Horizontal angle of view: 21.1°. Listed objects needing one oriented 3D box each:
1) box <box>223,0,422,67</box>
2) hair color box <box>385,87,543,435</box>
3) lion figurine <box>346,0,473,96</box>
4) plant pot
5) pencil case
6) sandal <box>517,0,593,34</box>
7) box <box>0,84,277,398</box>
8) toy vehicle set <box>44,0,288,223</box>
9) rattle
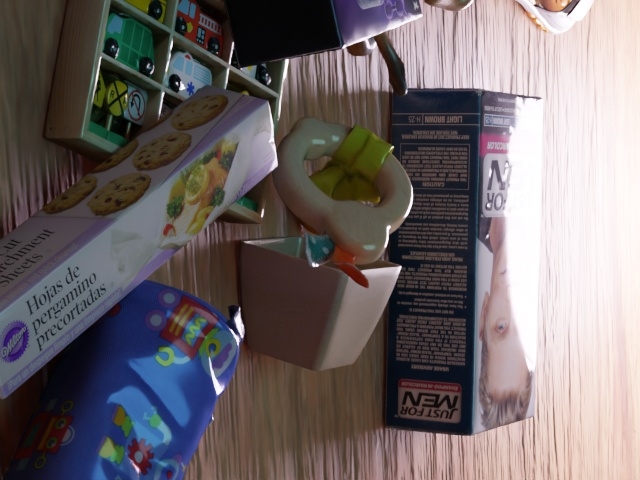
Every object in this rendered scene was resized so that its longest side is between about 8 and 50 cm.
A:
[{"bbox_3d":[-0.015,-0.292,1.424,0.184,0.103,0.261,-35,115,-63],"label":"box"},{"bbox_3d":[0.152,0.019,1.784,0.174,0.105,0.347,-4,96,-60],"label":"hair color box"},{"bbox_3d":[0.091,-0.355,1.595,0.240,0.142,0.392,71,25,-58],"label":"lion figurine"},{"bbox_3d":[-0.008,0.057,1.509,0.109,0.109,0.096,-4,109,-61],"label":"plant pot"},{"bbox_3d":[-0.157,0.171,1.220,0.133,0.119,0.306,43,55,-34],"label":"pencil case"},{"bbox_3d":[0.278,-0.306,2.017,0.265,0.076,0.102,10,83,-61],"label":"sandal"},{"bbox_3d":[-0.148,-0.009,1.229,0.324,0.067,0.063,-42,136,-40],"label":"box"},{"bbox_3d":[-0.114,-0.123,1.365,0.267,0.035,0.166,25,70,-59],"label":"toy vehicle set"},{"bbox_3d":[0.000,0.000,1.460,0.130,0.143,0.199,26,40,-29],"label":"rattle"}]
